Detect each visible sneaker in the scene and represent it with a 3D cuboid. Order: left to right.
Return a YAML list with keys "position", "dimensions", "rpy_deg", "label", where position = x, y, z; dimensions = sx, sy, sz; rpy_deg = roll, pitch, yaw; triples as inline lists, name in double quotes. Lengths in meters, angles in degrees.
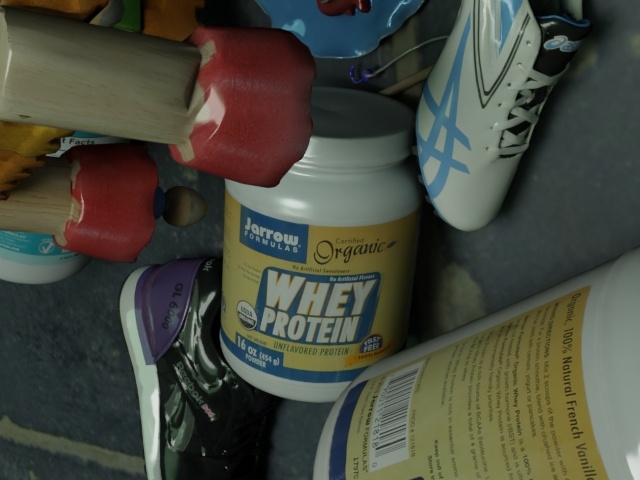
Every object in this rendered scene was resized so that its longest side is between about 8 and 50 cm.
- position: [-0.089, 0.154, 0.900]
  dimensions: [0.124, 0.107, 0.283]
  rpy_deg: [-9, 99, 34]
  label: "sneaker"
- position: [0.121, -0.109, 0.647]
  dimensions: [0.086, 0.085, 0.237]
  rpy_deg: [35, 125, 43]
  label: "sneaker"

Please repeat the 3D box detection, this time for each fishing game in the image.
- position: [0.003, -0.225, 0.736]
  dimensions: [0.189, 0.041, 0.264]
  rpy_deg: [-16, 94, 39]
  label: "fishing game"

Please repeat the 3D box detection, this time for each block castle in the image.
- position: [-0.129, -0.228, 0.654]
  dimensions: [0.303, 0.212, 0.453]
  rpy_deg: [-24, 65, 56]
  label: "block castle"

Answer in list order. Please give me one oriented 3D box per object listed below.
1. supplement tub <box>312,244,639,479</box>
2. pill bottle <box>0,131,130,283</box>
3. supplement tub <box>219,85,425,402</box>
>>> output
- position: [0.173, 0.133, 0.596]
  dimensions: [0.316, 0.228, 0.228]
  rpy_deg: [-30, 85, 41]
  label: "supplement tub"
- position: [-0.244, -0.100, 0.906]
  dimensions: [0.146, 0.146, 0.264]
  rpy_deg: [40, 125, 22]
  label: "pill bottle"
- position: [0.000, 0.000, 0.740]
  dimensions: [0.144, 0.144, 0.200]
  rpy_deg: [21, 120, 32]
  label: "supplement tub"
